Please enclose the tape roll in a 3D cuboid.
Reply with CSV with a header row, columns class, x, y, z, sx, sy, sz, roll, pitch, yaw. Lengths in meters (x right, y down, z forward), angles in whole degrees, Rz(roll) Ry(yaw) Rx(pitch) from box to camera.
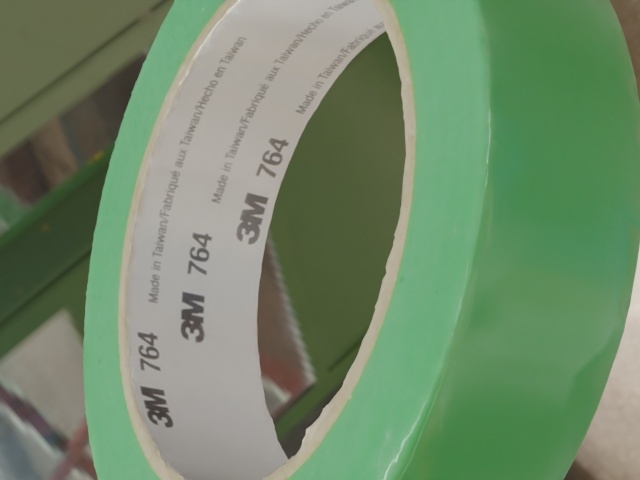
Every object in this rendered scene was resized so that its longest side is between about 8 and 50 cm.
class,x,y,z,sx,sy,sz,roll,pitch,yaw
tape roll,0.000,0.000,0.685,0.077,0.321,0.321,14,174,-31
